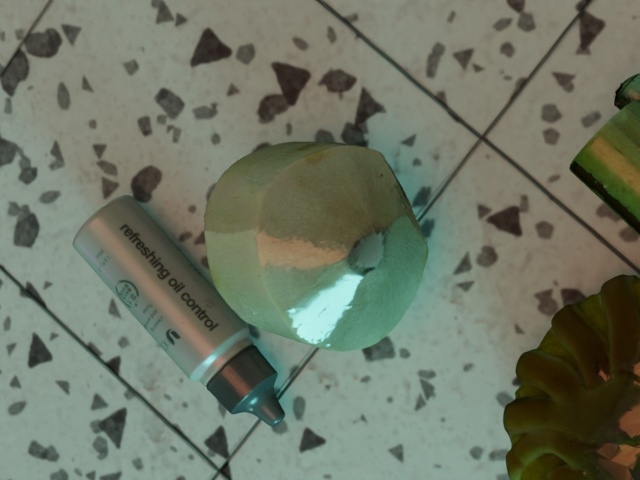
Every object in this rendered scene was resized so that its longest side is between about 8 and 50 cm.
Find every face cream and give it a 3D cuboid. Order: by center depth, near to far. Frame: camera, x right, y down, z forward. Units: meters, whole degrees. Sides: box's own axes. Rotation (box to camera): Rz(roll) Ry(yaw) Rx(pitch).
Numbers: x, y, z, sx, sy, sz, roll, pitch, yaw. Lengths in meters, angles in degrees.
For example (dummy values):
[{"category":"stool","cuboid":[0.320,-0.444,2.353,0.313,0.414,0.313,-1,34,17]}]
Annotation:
[{"category":"face cream","cuboid":[-0.149,0.089,2.097,0.092,0.092,0.311,-44,81,19]}]

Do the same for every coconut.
[{"category":"coconut","cuboid":[0.001,0.004,1.948,0.241,0.241,0.241,2,97,20]}]

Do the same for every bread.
[{"category":"bread","cuboid":[0.331,0.190,1.891,0.333,0.160,0.333,2,95,21]}]

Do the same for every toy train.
[{"category":"toy train","cuboid":[0.386,-0.030,1.829,0.189,0.126,0.307,-42,78,-15]}]
